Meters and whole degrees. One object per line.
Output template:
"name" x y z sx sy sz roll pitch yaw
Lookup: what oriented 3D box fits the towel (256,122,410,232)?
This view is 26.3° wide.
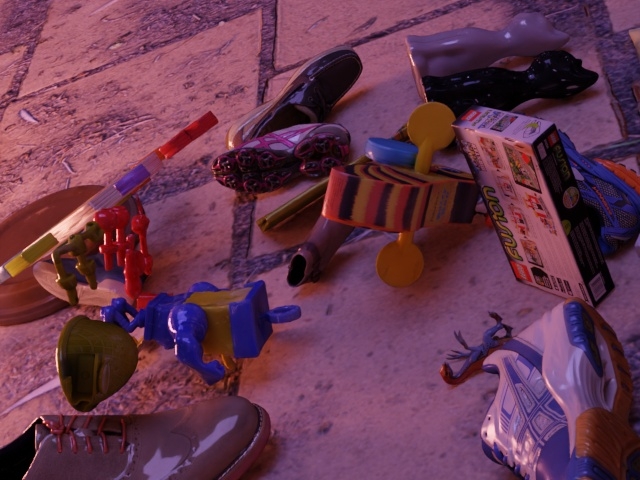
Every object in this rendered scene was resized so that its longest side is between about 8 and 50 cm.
"towel" 0.025 -0.085 1.692 0.237 0.021 0.102 -33 -3 -10

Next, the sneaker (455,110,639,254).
"sneaker" 0.238 -0.061 1.425 0.221 0.083 0.087 27 65 13

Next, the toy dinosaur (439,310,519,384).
"toy dinosaur" 0.157 0.111 1.347 0.090 0.047 0.082 19 71 36

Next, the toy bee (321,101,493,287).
"toy bee" 0.120 -0.063 1.512 0.162 0.195 0.298 15 34 15

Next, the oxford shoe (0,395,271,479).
"oxford shoe" -0.221 0.225 1.366 0.348 0.130 0.123 -24 32 4

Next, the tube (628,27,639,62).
"tube" 0.413 -0.210 1.613 0.070 0.062 0.240 23 33 -5

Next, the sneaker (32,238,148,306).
"sneaker" -0.286 0.035 1.741 0.152 0.058 0.084 10 50 27

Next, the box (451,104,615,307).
"box" 0.211 -0.033 1.353 0.036 0.207 0.114 -41 34 -21

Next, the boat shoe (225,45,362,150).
"boat shoe" -0.025 -0.176 1.862 0.223 0.080 0.073 -37 38 -7

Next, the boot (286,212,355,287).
"boot" 0.000 0.000 1.564 0.042 0.118 0.087 29 39 18

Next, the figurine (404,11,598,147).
"figurine" 0.227 -0.219 1.742 0.209 0.092 0.215 -16 32 3

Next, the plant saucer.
"plant saucer" -0.372 0.010 1.876 0.278 0.041 0.278 -18 32 12

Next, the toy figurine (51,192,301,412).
"toy figurine" -0.131 0.062 1.464 0.217 0.191 0.362 1 8 6

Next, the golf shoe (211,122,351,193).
"golf shoe" -0.050 -0.110 1.796 0.186 0.067 0.086 -10 26 9

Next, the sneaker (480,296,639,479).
"sneaker" 0.204 0.183 1.171 0.131 0.112 0.296 -33 26 24

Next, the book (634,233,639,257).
"book" 0.397 -0.012 1.359 0.144 0.035 0.096 7 47 38

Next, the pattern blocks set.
"pattern blocks set" -0.278 -0.040 1.697 0.285 0.026 0.325 -43 10 -36
